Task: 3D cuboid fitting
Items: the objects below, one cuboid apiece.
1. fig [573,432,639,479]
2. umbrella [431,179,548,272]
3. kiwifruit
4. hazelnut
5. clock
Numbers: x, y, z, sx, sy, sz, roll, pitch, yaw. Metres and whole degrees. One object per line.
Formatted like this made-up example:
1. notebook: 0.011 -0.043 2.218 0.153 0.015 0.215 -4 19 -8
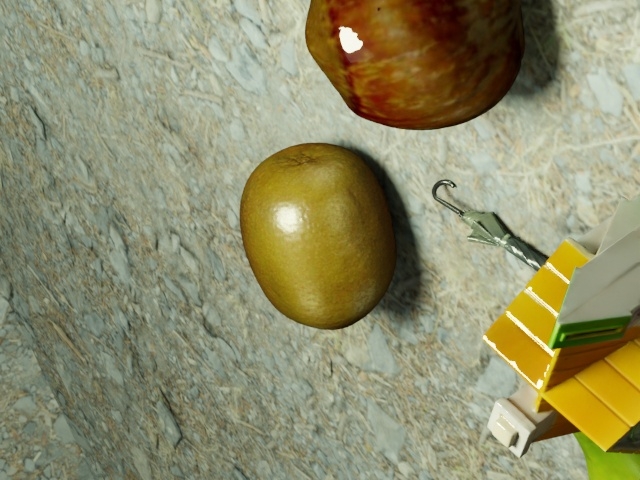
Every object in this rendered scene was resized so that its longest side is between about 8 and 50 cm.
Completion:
1. fig: 0.340 0.228 1.488 0.275 0.206 0.206 33 155 -15
2. umbrella: 0.219 0.015 1.682 0.269 0.044 0.044 40 177 31
3. kiwifruit: 0.000 0.000 1.849 0.196 0.196 0.234 19 137 49
4. hazelnut: 0.092 -0.221 1.482 0.218 0.218 0.234 7 123 54
5. clock: 0.288 0.075 1.353 0.166 0.309 0.235 44 148 26
